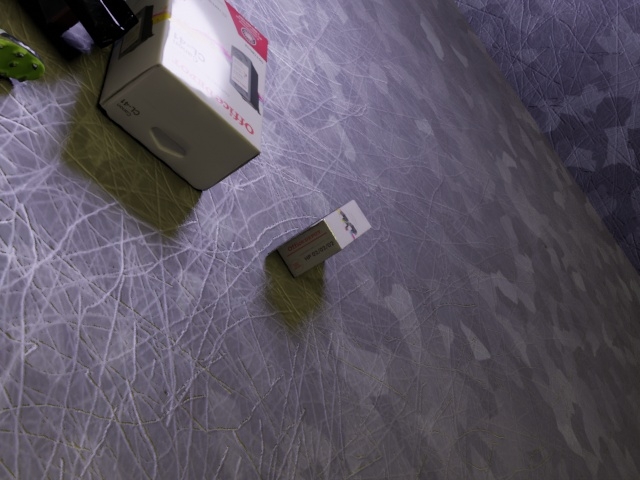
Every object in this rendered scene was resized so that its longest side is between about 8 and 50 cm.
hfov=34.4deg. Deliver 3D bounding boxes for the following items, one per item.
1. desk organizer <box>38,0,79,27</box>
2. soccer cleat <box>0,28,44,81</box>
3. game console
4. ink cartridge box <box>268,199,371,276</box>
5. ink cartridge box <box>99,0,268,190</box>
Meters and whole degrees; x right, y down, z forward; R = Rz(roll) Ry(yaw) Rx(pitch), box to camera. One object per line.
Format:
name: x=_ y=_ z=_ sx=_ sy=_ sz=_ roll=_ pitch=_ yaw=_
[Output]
desk organizer: x=-0.386 y=-0.377 z=1.503 sx=0.050 sy=0.047 sz=0.130 roll=2 pitch=61 yaw=-62
soccer cleat: x=-0.425 y=-0.261 z=1.305 sx=0.179 sy=0.060 sz=0.072 roll=27 pitch=39 yaw=-42
game console: x=-0.339 y=-0.417 z=1.563 sx=0.213 sy=0.044 sz=0.361 roll=56 pitch=15 yaw=-16
ink cartridge box: x=0.000 y=0.000 z=1.708 sx=0.061 sy=0.104 sz=0.181 roll=58 pitch=27 yaw=-1
ink cartridge box: x=-0.201 y=-0.263 z=1.610 sx=0.226 sy=0.131 sz=0.306 roll=40 pitch=31 yaw=-33
